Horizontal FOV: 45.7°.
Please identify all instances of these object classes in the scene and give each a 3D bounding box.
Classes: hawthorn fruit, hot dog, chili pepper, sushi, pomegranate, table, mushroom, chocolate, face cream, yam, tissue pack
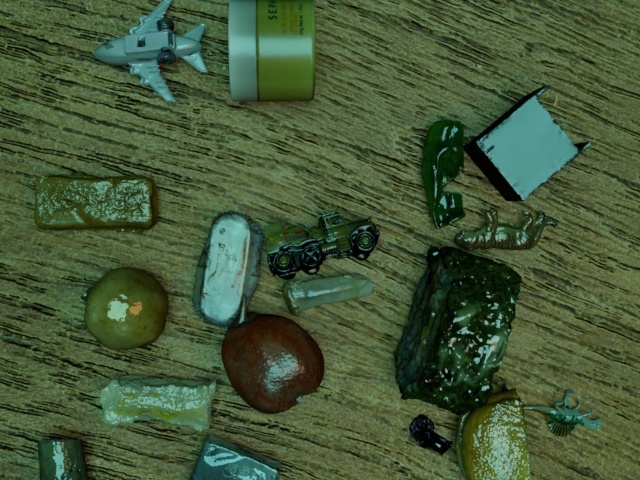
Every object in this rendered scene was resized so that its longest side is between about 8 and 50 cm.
[{"bbox_3d":[-0.116,0.246,1.675,0.210,0.210,0.262,-32,83,-2],"label":"hawthorn fruit"},{"bbox_3d":[-0.208,0.066,1.728,0.144,0.075,0.268,14,86,-7],"label":"hot dog"},{"bbox_3d":[0.283,-0.154,1.743,0.099,0.083,0.253,-3,94,-6],"label":"chili pepper"},{"bbox_3d":[0.293,0.195,1.641,0.178,0.294,0.352,18,88,-7],"label":"sushi"},{"bbox_3d":[-0.437,0.146,1.675,0.196,0.196,0.196,0,90,-2],"label":"pomegranate"},{"bbox_3d":[0.457,-0.212,1.703,0.193,0.172,0.169,-40,92,3],"label":"table"},{"bbox_3d":[0.018,0.119,1.743,0.209,0.071,0.084,-9,96,-6],"label":"mushroom"},{"bbox_3d":[0.244,0.438,1.714,0.072,0.147,0.070,-12,87,-9],"label":"chocolate"},{"bbox_3d":[-0.105,-0.413,1.655,0.179,0.218,0.218,-1,90,-3],"label":"face cream"},{"bbox_3d":[-0.574,0.531,1.700,0.107,0.107,0.194,-8,90,-2],"label":"yam"},{"bbox_3d":[-0.220,0.595,1.727,0.185,0.081,0.257,22,91,-2],"label":"tissue pack"}]

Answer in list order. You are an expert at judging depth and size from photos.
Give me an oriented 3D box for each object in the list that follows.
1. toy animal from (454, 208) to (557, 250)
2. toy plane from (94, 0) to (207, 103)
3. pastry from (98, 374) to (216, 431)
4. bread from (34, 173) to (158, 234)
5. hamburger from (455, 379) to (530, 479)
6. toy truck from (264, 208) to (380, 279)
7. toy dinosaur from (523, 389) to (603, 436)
[{"bbox_3d":[0.431,-0.022,1.766,0.241,0.057,0.099,3,97,-4],"label":"toy animal"},{"bbox_3d":[-0.383,-0.432,1.703,0.255,0.101,0.251,-3,79,-2],"label":"toy plane"},{"bbox_3d":[-0.364,0.367,1.715,0.258,0.089,0.122,2,86,-1],"label":"pastry"},{"bbox_3d":[-0.505,-0.080,1.713,0.270,0.077,0.139,-1,94,-1],"label":"bread"},{"bbox_3d":[0.383,0.462,1.722,0.156,0.144,0.283,-5,86,5],"label":"hamburger"},{"bbox_3d":[0.003,0.004,1.715,0.257,0.127,0.127,-11,76,-3],"label":"toy truck"},{"bbox_3d":[0.562,0.416,1.780,0.187,0.044,0.106,-16,106,-3],"label":"toy dinosaur"}]
